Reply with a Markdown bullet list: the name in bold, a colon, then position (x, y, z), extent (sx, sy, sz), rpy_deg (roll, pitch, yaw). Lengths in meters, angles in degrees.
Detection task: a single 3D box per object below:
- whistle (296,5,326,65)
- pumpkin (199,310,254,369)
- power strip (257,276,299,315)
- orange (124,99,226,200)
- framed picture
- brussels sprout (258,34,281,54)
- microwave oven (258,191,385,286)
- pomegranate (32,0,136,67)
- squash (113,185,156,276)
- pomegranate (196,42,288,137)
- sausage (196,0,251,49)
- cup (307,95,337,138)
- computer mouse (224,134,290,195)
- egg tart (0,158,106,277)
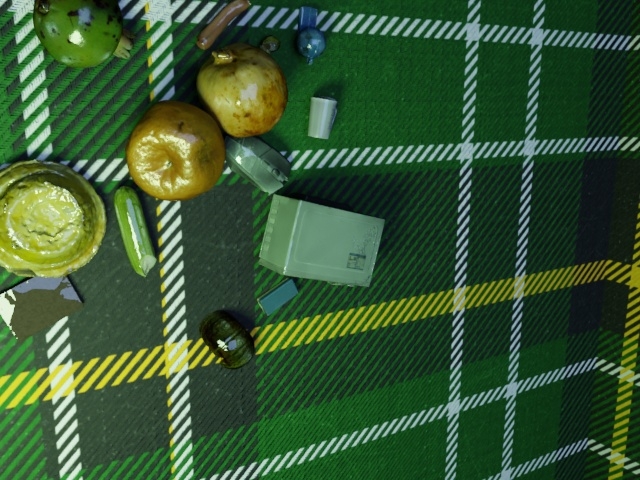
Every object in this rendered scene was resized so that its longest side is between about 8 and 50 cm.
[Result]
- **whistle**: position (-0.024, -0.559, 1.712), extent (0.090, 0.090, 0.158), rpy_deg (-1, 102, -31)
- **pumpkin**: position (-0.249, 0.290, 1.758), extent (0.119, 0.107, 0.183), rpy_deg (-47, 121, -20)
- **power strip**: position (-0.123, 0.162, 1.843), extent (0.123, 0.032, 0.056), rpy_deg (-35, 117, -20)
- **orange**: position (-0.344, -0.220, 1.529), extent (0.249, 0.183, 0.249), rpy_deg (0, 125, 1)
- **framed picture**: position (-0.680, 0.149, 1.514), extent (0.168, 0.023, 0.128), rpy_deg (-31, 114, -21)
- **brussels sprout**: position (-0.142, -0.509, 1.673), extent (0.083, 0.046, 0.051), rpy_deg (-58, 163, -7)
- **microwave oven**: position (0.000, 0.000, 1.794), extent (0.295, 0.181, 0.238), rpy_deg (11, 94, -32)
- **pomegranate**: position (-0.514, -0.479, 1.395), extent (0.248, 0.202, 0.202), rpy_deg (7, 99, -62)
- **squash**: position (-0.466, -0.021, 1.577), extent (0.069, 0.069, 0.239), rpy_deg (-19, 109, -26)
- **pomegranate**: position (-0.196, -0.377, 1.560), extent (0.248, 0.248, 0.248), rpy_deg (-7, 104, -29)
- **sausage**: position (-0.250, -0.556, 1.599), extent (0.177, 0.047, 0.040), rpy_deg (-50, 136, -11)
- **cup**: position (0.010, -0.352, 1.795), extent (0.104, 0.074, 0.116), rpy_deg (-11, 113, -58)
- **computer mouse**: position (-0.167, -0.216, 1.710), extent (0.231, 0.071, 0.126), rpy_deg (38, 81, -32)
- **egg tart**: position (-0.636, -0.045, 1.438), extent (0.290, 0.115, 0.290), rpy_deg (-4, 99, -29)
